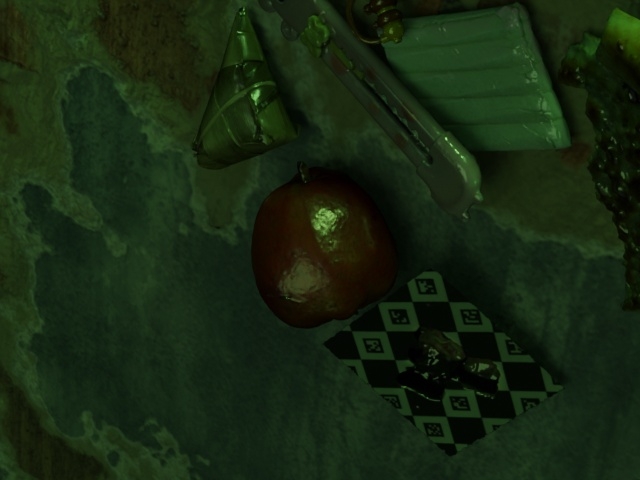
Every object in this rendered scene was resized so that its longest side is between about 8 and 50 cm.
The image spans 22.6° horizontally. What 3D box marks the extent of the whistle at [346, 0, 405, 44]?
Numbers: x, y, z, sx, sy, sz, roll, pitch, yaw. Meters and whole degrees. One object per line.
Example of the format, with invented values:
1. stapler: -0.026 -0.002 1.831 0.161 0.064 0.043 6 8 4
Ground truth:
1. whistle: 0.059 -0.272 1.818 0.046 0.057 0.109 141 115 -73

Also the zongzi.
1. zongzi: -0.119 -0.184 2.016 0.160 0.078 0.176 -19 93 42

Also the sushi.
1. sushi: 0.158 0.143 2.015 0.231 0.047 0.219 42 132 -11

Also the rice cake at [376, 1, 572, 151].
1. rice cake: 0.174 -0.181 1.825 0.198 0.037 0.189 -8 111 40

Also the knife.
1. knife: 0.054 -0.186 1.867 0.399 0.038 0.132 49 146 14

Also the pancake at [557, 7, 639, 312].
1. pancake: 0.376 -0.039 1.688 0.305 0.067 0.427 10 124 57

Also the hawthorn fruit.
1. hawthorn fruit: 0.000 0.000 1.966 0.185 0.185 0.202 -2 104 37
